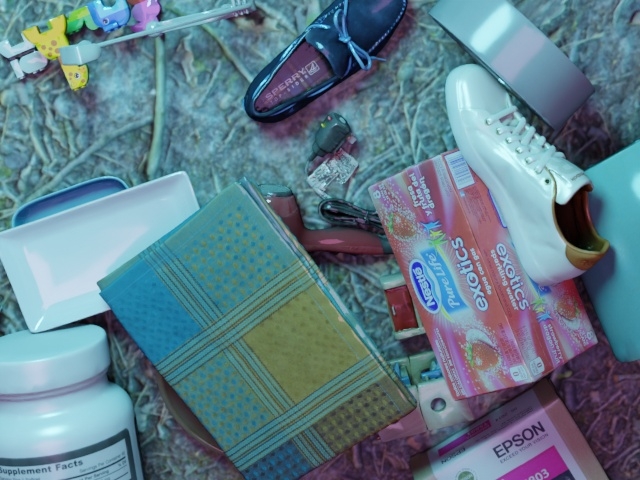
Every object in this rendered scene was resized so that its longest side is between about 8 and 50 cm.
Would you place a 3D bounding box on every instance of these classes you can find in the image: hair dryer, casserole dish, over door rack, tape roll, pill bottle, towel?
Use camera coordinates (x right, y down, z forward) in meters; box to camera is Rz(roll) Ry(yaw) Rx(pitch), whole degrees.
[{"bbox_3d":[0.000,0.000,1.716,0.223,0.080,0.293,44,99,-11],"label":"hair dryer"},{"bbox_3d":[-0.320,-0.018,1.727,0.188,0.037,0.114,-20,102,2],"label":"casserole dish"},{"bbox_3d":[-0.227,-0.356,1.545,0.108,0.324,0.240,-2,107,39],"label":"over door rack"},{"bbox_3d":[0.236,-0.233,1.600,0.219,0.219,0.072,42,99,-9],"label":"tape roll"},{"bbox_3d":[-0.337,0.306,1.708,0.210,0.210,0.363,-8,101,0],"label":"pill bottle"},{"bbox_3d":[-0.085,0.131,1.660,0.271,0.040,0.370,-34,100,22],"label":"towel"}]

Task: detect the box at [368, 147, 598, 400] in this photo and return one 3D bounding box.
[{"bbox_3d":[0.206,0.030,1.639,0.142,0.154,0.300,-23,90,48],"label":"box"}]

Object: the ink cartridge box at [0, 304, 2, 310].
[{"bbox_3d":[-0.586,0.171,1.718,0.211,0.121,0.289,27,100,-7],"label":"ink cartridge box"}]

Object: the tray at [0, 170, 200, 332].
[{"bbox_3d":[-0.278,0.014,1.702,0.270,0.030,0.145,-18,104,3],"label":"tray"}]

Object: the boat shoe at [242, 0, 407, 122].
[{"bbox_3d":[0.014,-0.233,1.661,0.109,0.089,0.258,43,98,-9],"label":"boat shoe"}]

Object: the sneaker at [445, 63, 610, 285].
[{"bbox_3d":[0.259,-0.095,1.549,0.106,0.123,0.290,-31,93,-40],"label":"sneaker"}]

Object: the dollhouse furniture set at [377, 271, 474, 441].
[{"bbox_3d":[0.113,0.149,1.724,0.129,0.129,0.184,-14,103,2],"label":"dollhouse furniture set"}]

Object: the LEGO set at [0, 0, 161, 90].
[{"bbox_3d":[-0.300,-0.249,1.653,0.227,0.087,0.093,-21,101,4],"label":"LEGO set"}]

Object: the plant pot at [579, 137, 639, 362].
[{"bbox_3d":[0.443,-0.019,1.628,0.293,0.293,0.235,-31,88,5],"label":"plant pot"}]

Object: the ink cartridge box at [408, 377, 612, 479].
[{"bbox_3d":[0.270,0.337,1.790,0.234,0.088,0.193,-32,102,6],"label":"ink cartridge box"}]

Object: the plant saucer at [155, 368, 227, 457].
[{"bbox_3d":[-0.084,0.179,1.736,0.277,0.041,0.278,5,118,9],"label":"plant saucer"}]
